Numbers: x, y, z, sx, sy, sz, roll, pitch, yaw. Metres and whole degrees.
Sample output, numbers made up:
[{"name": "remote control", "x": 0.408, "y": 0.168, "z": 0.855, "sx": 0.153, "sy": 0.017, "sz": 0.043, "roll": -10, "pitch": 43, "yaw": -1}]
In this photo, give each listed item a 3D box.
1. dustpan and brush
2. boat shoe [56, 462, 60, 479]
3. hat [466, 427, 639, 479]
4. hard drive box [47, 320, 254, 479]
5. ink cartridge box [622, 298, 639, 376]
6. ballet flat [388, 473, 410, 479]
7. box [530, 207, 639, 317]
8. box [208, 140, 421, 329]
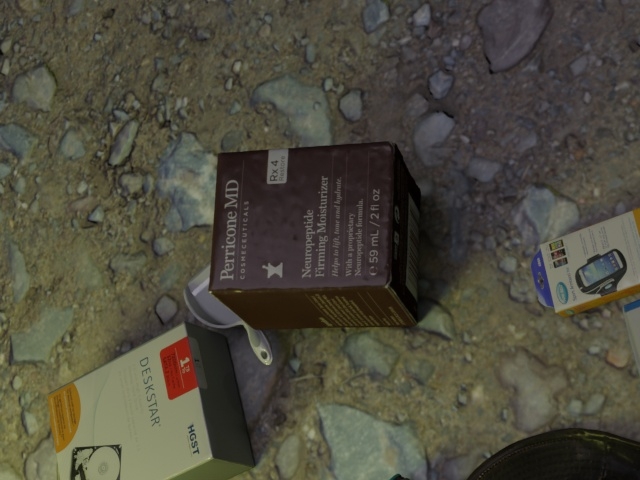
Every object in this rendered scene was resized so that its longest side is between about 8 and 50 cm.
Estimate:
[{"name": "dustpan and brush", "x": -0.092, "y": 0.076, "z": 1.560, "sx": 0.147, "sy": 0.060, "sz": 0.211, "roll": -42, "pitch": 55, "yaw": 14}, {"name": "boat shoe", "x": -0.312, "y": 0.333, "z": 1.630, "sx": 0.043, "sy": 0.049, "sz": 0.137, "roll": -9, "pitch": 58, "yaw": -14}, {"name": "hat", "x": 0.230, "y": 0.322, "z": 1.210, "sx": 0.331, "sy": 0.134, "sz": 0.331, "roll": -11, "pitch": 68, "yaw": 31}, {"name": "hard drive box", "x": -0.213, "y": 0.232, "z": 1.569, "sx": 0.232, "sy": 0.089, "sz": 0.181, "roll": -29, "pitch": 60, "yaw": 23}, {"name": "ink cartridge box", "x": 0.399, "y": 0.131, "z": 1.101, "sx": 0.171, "sy": 0.232, "sz": 0.168, "roll": -25, "pitch": 59, "yaw": 25}, {"name": "ballet flat", "x": 0.038, "y": 0.333, "z": 1.383, "sx": 0.188, "sy": 0.070, "sz": 0.070, "roll": -44, "pitch": 55, "yaw": 18}, {"name": "box", "x": 0.290, "y": 0.026, "z": 1.341, "sx": 0.136, "sy": 0.028, "sz": 0.081, "roll": -23, "pitch": 62, "yaw": 29}, {"name": "box", "x": 0.000, "y": 0.000, "z": 1.427, "sx": 0.203, "sy": 0.167, "sz": 0.169, "roll": -3, "pitch": 72, "yaw": 14}]
